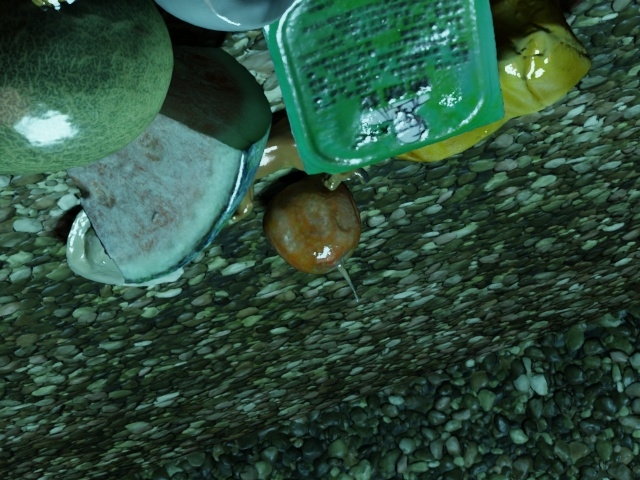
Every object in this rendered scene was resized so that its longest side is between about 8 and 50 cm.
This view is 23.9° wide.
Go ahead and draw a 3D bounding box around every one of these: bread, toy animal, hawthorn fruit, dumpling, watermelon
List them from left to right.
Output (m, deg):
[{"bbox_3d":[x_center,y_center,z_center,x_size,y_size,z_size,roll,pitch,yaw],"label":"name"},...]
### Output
[{"bbox_3d":[-0.284,0.009,2.168,0.150,0.092,0.176,-28,155,15],"label":"dumpling"},{"bbox_3d":[-0.175,-0.144,1.740,0.250,0.283,0.292,-16,138,21],"label":"watermelon"},{"bbox_3d":[-0.091,-0.111,2.051,0.312,0.097,0.157,-16,152,-10],"label":"toy animal"},{"bbox_3d":[0.000,-0.018,2.234,0.149,0.189,0.149,-22,134,-25],"label":"hawthorn fruit"},{"bbox_3d":[0.201,-0.214,1.984,0.294,0.132,0.167,-24,151,17],"label":"bread"}]

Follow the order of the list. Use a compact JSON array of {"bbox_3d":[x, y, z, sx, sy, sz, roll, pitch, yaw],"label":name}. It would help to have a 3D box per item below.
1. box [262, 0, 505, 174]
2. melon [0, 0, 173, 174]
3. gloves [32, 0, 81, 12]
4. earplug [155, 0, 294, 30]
[{"bbox_3d":[0.068,-0.241,1.783,0.264,0.106,0.337,-17,143,-1],"label":"box"},{"bbox_3d":[-0.295,-0.186,1.502,0.248,0.248,0.329,-35,158,35],"label":"melon"},{"bbox_3d":[-0.280,-0.338,1.251,0.203,0.155,0.356,-57,148,-17],"label":"gloves"},{"bbox_3d":[-0.097,-0.314,1.430,0.175,0.214,0.325,8,164,-1],"label":"earplug"}]
